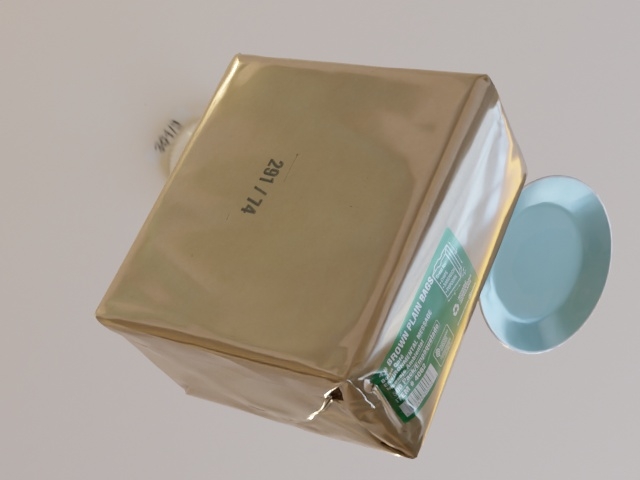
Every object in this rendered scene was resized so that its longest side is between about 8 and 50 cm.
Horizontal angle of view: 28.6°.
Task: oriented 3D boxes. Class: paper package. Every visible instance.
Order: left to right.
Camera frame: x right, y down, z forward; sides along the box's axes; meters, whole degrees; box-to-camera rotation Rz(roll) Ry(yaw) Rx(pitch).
[{"bbox_3d":[0.000,0.000,1.187,0.168,0.309,0.325,51,-123,-47],"label":"paper package"}]

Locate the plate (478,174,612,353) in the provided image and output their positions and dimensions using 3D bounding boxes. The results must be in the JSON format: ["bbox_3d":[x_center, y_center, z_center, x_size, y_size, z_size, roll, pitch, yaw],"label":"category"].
[{"bbox_3d":[0.226,0.024,1.291,0.188,0.024,0.188,-9,-74,-33],"label":"plate"}]
